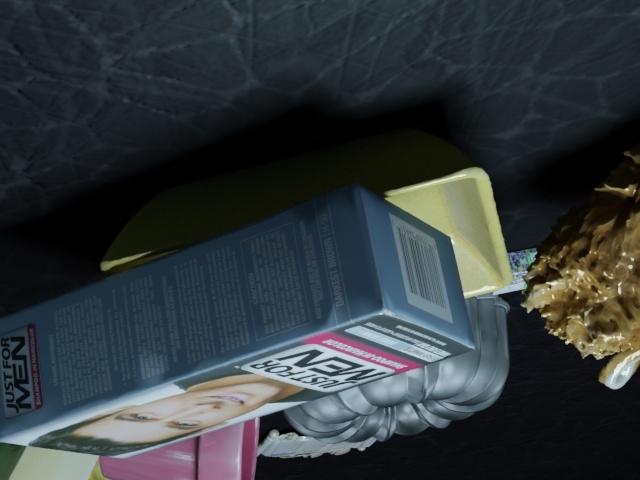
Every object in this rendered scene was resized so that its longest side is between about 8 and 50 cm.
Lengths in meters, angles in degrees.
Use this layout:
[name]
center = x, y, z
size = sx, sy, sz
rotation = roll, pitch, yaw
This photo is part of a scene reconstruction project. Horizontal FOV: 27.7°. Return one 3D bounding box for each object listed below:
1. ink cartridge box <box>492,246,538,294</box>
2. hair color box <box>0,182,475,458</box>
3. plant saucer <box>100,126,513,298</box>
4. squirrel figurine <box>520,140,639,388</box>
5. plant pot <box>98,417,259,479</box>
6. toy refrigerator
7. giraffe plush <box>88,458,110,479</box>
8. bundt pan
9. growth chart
[ink cartridge box]
center = 0.251, 0.030, 1.484
size = 0.115, 0.029, 0.063
rotation = -11, 159, 1
[hair color box]
center = -0.080, 0.082, 1.112
size = 0.374, 0.114, 0.185
rotation = -20, 158, 24
[plant saucer]
center = 0.000, 0.000, 1.210
size = 0.332, 0.081, 0.333
rotation = -13, 159, 8
[squirrel figurine]
center = 0.381, 0.015, 1.278
size = 0.396, 0.281, 0.370
rotation = 16, 160, -25
[plant pot]
center = -0.173, 0.237, 1.614
size = 0.180, 0.201, 0.201
rotation = 4, 160, 4
[toy refrigerator]
center = -0.300, 0.216, 1.372
size = 0.102, 0.269, 0.094
rotation = -23, 117, 29
[giraffe plush]
center = -0.329, 0.320, 1.816
size = 0.210, 0.181, 0.170
rotation = -43, 176, -13
[bundt pan]
center = 0.092, 0.172, 1.644
size = 0.330, 0.124, 0.331
rotation = -10, 160, -4
[growth chart]
center = -0.004, 0.338, 2.171
size = 0.237, 0.021, 0.172
rotation = -1, 158, -25
